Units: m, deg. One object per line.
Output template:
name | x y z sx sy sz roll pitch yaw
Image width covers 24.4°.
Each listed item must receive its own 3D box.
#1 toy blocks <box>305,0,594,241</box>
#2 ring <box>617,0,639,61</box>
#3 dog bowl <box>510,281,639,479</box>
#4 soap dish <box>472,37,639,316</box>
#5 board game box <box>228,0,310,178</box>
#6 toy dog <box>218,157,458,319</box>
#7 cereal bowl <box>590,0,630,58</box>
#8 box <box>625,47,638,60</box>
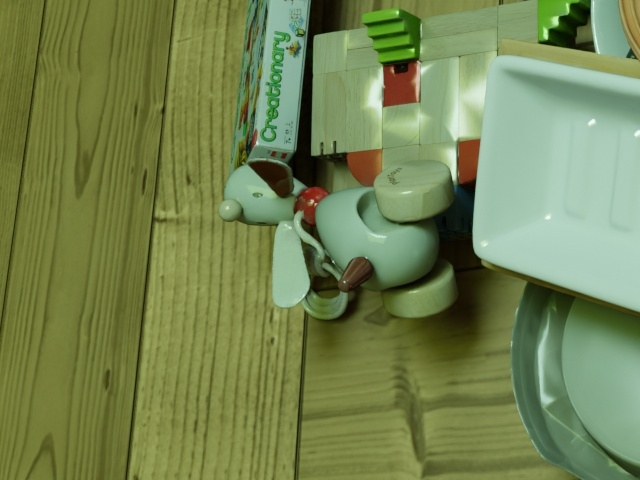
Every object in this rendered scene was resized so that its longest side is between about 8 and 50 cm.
toy blocks | 0.135 -0.112 1.656 0.381 0.191 0.260 -5 80 33
ring | 0.417 -0.219 1.229 0.337 0.032 0.336 -10 53 13
dog bowl | 0.363 0.109 1.438 0.349 0.102 0.348 -13 65 30
soap dish | 0.279 -0.056 1.358 0.291 0.118 0.229 19 111 46
board game box | -0.060 -0.218 1.814 0.193 0.053 0.305 127 150 -67
toy dog | 0.000 0.000 1.591 0.334 0.161 0.220 -13 102 50
cereal bowl | 0.444 -0.244 1.472 0.339 0.141 0.339 1 92 45
box | 0.430 -0.153 1.333 0.307 0.076 0.242 41 119 38
